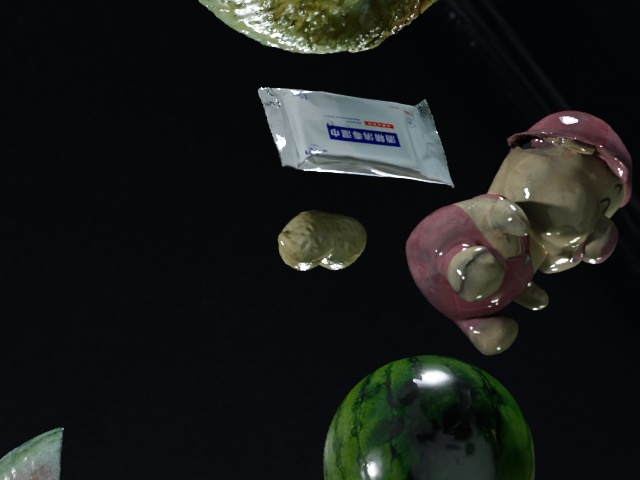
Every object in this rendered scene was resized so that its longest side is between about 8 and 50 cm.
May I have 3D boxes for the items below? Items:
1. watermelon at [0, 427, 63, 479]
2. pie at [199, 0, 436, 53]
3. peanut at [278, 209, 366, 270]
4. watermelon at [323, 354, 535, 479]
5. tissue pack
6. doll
[{"bbox_3d":[-0.245,0.232,1.042,0.081,0.094,0.180,-11,-65,-48],"label":"watermelon"},{"bbox_3d":[0.042,-0.216,0.754,0.277,0.277,0.078,-22,-115,-28],"label":"pie"},{"bbox_3d":[0.000,0.000,0.758,0.083,0.037,0.037,-7,-107,-56],"label":"peanut"},{"bbox_3d":[0.118,0.247,1.414,0.242,0.242,0.242,8,-111,-21],"label":"watermelon"},{"bbox_3d":[0.038,-0.107,1.329,0.193,0.026,0.122,4,-136,-22],"label":"tissue pack"},{"bbox_3d":[0.210,-0.021,1.274,0.152,0.196,0.256,46,-105,0],"label":"doll"}]
